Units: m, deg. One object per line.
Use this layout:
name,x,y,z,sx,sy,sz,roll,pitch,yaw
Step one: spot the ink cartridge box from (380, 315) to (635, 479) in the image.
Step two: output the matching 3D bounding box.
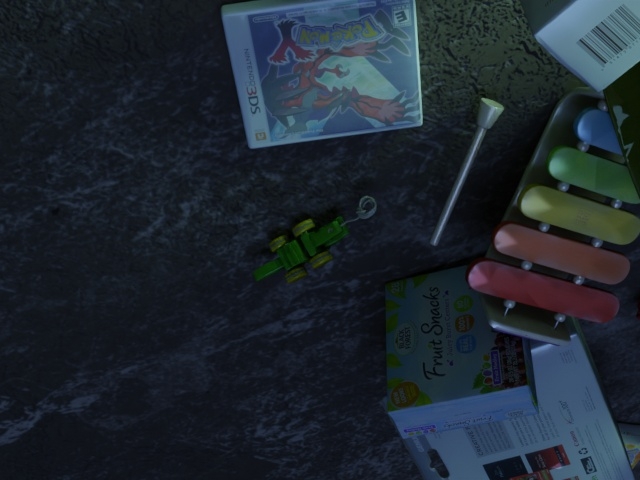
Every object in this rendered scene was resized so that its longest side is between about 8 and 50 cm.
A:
ink cartridge box,0.256,0.235,1.528,0.272,0.130,0.309,-19,124,13

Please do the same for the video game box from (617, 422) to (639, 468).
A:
video game box,0.390,0.358,1.749,0.187,0.048,0.205,7,133,-15

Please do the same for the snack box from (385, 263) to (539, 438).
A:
snack box,0.172,0.131,1.380,0.174,0.207,0.070,-13,134,17

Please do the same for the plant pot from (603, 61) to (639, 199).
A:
plant pot,0.484,-0.114,1.013,0.353,0.366,0.366,-21,133,7

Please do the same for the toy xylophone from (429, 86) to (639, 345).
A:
toy xylophone,0.264,-0.037,1.276,0.236,0.081,0.323,8,112,-17

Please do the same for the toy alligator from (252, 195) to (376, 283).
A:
toy alligator,0.000,0.000,1.360,0.189,0.056,0.051,-32,171,21

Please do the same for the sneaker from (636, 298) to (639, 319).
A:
sneaker,0.481,0.132,1.528,0.128,0.087,0.221,11,120,-5

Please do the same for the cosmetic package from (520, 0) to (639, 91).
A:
cosmetic package,0.311,-0.341,0.896,0.097,0.284,0.377,33,123,-29

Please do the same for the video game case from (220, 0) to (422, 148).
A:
video game case,0.006,-0.186,1.195,0.201,0.023,0.183,-8,134,1
